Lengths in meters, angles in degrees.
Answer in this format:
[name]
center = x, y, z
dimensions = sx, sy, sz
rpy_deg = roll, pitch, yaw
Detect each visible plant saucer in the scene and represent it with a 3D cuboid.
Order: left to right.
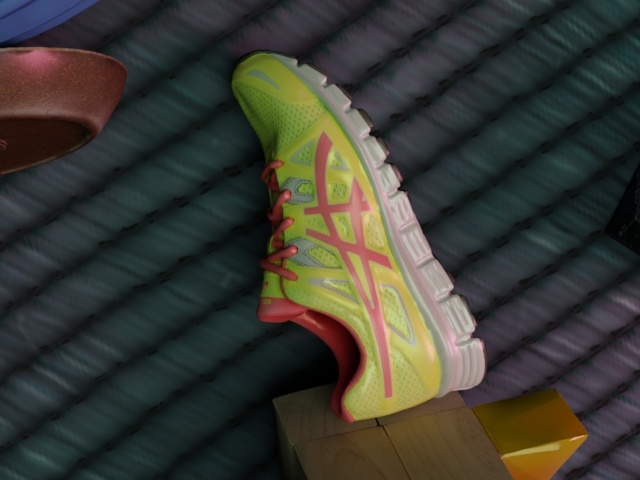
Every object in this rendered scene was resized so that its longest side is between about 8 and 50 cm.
[plant saucer]
center = -0.171, -0.052, 0.829
dimensions = 0.168, 0.168, 0.029
rpy_deg = -10, 81, -13

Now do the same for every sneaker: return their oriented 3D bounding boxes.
[sneaker]
center = 0.000, 0.000, 0.908
dimensions = 0.094, 0.081, 0.208
rpy_deg = -28, 86, -12

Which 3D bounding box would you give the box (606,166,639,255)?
[box]
center = 0.254, -0.037, 0.955
dimensions = 0.093, 0.156, 0.158
rpy_deg = 23, 98, -19

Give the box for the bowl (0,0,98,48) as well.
[bowl]
center = -0.206, -0.260, 0.724
dimensions = 0.391, 0.077, 0.391
rpy_deg = 3, 106, 10

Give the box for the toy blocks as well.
[toy blocks]
center = 0.067, 0.251, 0.891
dimensions = 0.191, 0.381, 0.261
rpy_deg = -11, 119, -10
